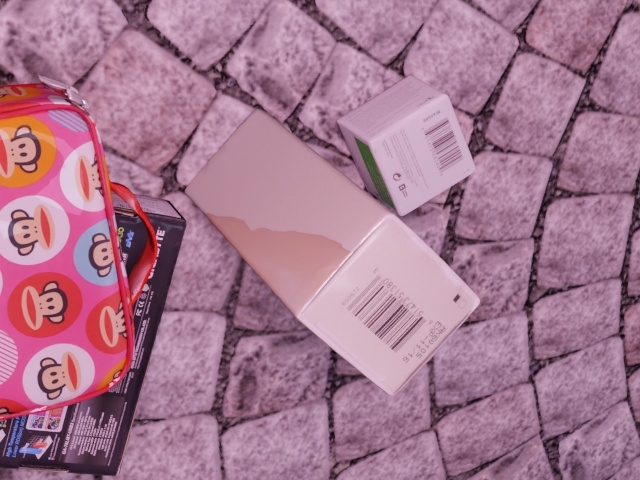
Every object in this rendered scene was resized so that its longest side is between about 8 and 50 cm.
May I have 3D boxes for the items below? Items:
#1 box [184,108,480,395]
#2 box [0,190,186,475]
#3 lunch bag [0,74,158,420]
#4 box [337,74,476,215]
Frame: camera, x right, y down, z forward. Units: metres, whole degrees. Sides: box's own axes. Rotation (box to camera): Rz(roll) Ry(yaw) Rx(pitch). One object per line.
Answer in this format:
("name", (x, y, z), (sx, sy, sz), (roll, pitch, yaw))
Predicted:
("box", (0.000, 0.000, 1.131), (0.121, 0.311, 0.148), (-48, 122, 0))
("box", (-0.310, 0.081, 1.163), (0.293, 0.073, 0.295), (10, 105, -26))
("lunch bag", (-0.273, 0.011, 1.042), (0.258, 0.120, 0.293), (-12, 113, -21))
("box", (0.092, -0.102, 1.261), (0.102, 0.087, 0.101), (-31, 121, -9))
